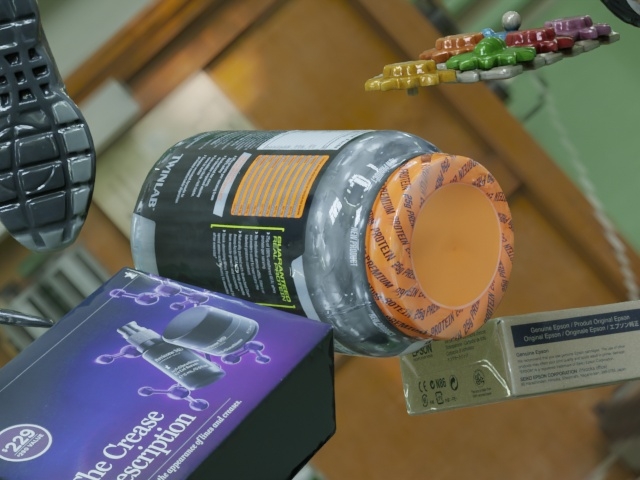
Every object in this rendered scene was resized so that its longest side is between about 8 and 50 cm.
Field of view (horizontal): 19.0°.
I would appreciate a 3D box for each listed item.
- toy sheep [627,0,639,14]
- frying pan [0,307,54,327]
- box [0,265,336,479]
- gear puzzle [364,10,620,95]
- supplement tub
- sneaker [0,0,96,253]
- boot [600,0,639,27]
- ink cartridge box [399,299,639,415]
[{"bbox_3d":[0.280,-0.220,1.512,0.091,0.091,0.132,-41,8,44],"label":"toy sheep"},{"bbox_3d":[-0.459,0.076,2.139,0.197,0.326,0.053,-169,91,-84],"label":"frying pan"},{"bbox_3d":[-0.129,0.136,1.323,0.261,0.184,0.103,-44,-41,-50],"label":"box"},{"bbox_3d":[0.144,-0.184,1.863,0.175,0.044,0.339,-1,13,36],"label":"gear puzzle"},{"bbox_3d":[0.000,0.000,1.774,0.338,0.207,0.207,4,38,46],"label":"supplement tub"},{"bbox_3d":[-0.259,-0.121,1.688,0.101,0.267,0.106,-13,4,-5],"label":"sneaker"},{"bbox_3d":[0.241,-0.408,1.739,0.138,0.377,0.284,-24,35,24],"label":"boot"},{"bbox_3d":[0.221,0.126,2.048,0.193,0.088,0.234,-7,-7,-27],"label":"ink cartridge box"}]
